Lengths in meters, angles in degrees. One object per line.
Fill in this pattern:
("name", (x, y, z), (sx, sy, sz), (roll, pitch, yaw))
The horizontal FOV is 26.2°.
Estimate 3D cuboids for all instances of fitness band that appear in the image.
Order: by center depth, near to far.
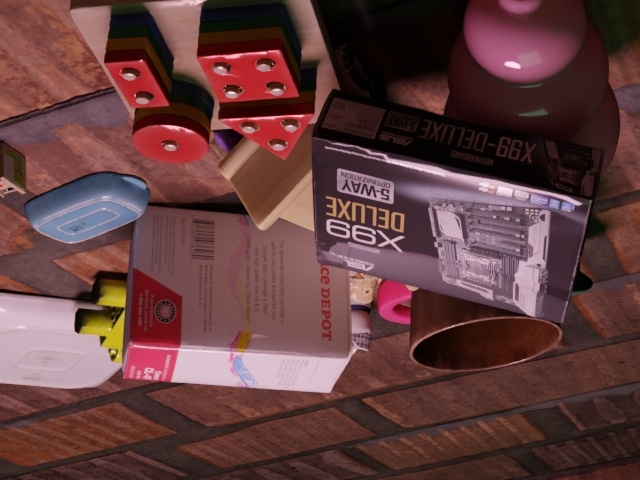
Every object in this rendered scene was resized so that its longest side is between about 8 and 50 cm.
("fitness band", (0.238, 0.089, 2.262), (0.290, 0.054, 0.209), (-6, 164, 5))

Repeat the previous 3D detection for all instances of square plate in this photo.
("square plate", (-0.461, 0.184, 2.345), (0.347, 0.049, 0.344), (9, 151, -31))

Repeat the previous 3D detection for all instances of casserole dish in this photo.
("casserole dish", (-0.320, -0.040, 1.889), (0.188, 0.037, 0.114), (-19, 153, 28))

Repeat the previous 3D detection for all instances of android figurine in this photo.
("android figurine", (-0.248, 0.122, 2.210), (0.273, 0.056, 0.248), (10, 138, -29))

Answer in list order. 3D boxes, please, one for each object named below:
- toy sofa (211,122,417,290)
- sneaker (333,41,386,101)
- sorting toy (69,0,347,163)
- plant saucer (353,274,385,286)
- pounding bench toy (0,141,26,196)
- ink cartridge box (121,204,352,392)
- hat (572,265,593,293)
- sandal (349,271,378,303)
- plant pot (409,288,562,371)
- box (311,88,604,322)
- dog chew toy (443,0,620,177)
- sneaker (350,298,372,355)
("toy sofa", (0.039, -0.079, 1.795), (0.150, 0.177, 0.362), (-45, 142, 18))
("sneaker", (0.031, -0.182, 1.646), (0.073, 0.063, 0.162), (-4, 151, 24))
("sorting toy", (-0.115, -0.172, 1.511), (0.257, 0.089, 0.255), (-3, 153, 12))
("plant saucer", (0.088, 0.055, 2.233), (0.083, 0.015, 0.083), (-6, 157, -2))
("pounding bench toy", (-0.421, -0.090, 1.730), (0.065, 0.052, 0.083), (-14, 155, 18))
("ink cartridge box", (-0.120, 0.085, 1.946), (0.306, 0.226, 0.131), (7, 149, -12))
("hat", (0.356, -0.031, 2.093), (0.173, 0.184, 0.208), (7, -162, -17))
("sandal", (0.058, 0.062, 2.120), (0.088, 0.079, 0.240), (-12, 169, -30))
("plant pot", (0.220, 0.045, 1.976), (0.215, 0.230, 0.215), (-6, 156, -3))
("box", (0.146, -0.035, 1.546), (0.307, 0.076, 0.242), (14, 146, 10))
("dog chew toy", (0.232, -0.177, 1.539), (0.206, 0.207, 0.332), (-9, 148, 6))
("sneaker", (-0.005, 0.176, 2.388), (0.090, 0.095, 0.235), (13, 151, -40))
